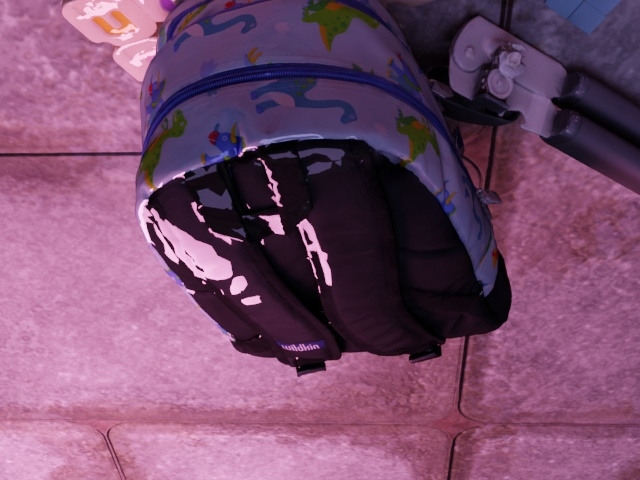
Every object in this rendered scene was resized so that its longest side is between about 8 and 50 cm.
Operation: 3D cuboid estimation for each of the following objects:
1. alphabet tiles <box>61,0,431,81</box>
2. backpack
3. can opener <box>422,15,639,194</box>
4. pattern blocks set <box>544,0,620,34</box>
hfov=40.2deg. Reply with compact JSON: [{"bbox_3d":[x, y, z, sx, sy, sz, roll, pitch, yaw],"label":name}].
[{"bbox_3d":[-0.045,-0.193,0.673,0.284,0.021,0.278,-14,159,17],"label":"alphabet tiles"},{"bbox_3d":[-0.009,-0.040,0.708,0.290,0.273,0.355,-8,166,17],"label":"backpack"},{"bbox_3d":[0.222,-0.113,0.793,0.281,0.074,0.093,23,167,-17],"label":"can opener"},{"bbox_3d":[0.219,-0.296,0.573,0.285,0.026,0.325,39,137,-14],"label":"pattern blocks set"}]
